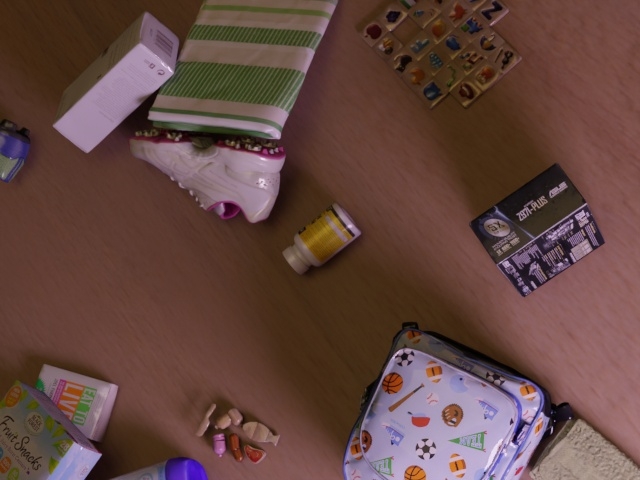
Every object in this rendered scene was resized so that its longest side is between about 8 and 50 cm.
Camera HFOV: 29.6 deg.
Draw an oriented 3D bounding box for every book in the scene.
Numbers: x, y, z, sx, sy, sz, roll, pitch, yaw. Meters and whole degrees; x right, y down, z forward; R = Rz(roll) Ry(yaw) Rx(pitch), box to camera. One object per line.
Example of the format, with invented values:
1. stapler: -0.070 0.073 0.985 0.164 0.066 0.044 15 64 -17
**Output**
1. book: -0.407 0.264 1.977 0.144 0.035 0.096 11 76 27

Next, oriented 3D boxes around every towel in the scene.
1. towel: -0.122 -0.308 1.999 0.248 0.038 0.324 7 58 23
2. towel: 0.370 0.321 1.651 0.148 0.027 0.110 38 88 28

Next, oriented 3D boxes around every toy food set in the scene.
1. toy food set: -0.127 0.304 1.860 0.122 0.019 0.078 28 85 19

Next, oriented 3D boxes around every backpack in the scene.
1. backpack: 0.163 0.276 1.657 0.277 0.213 0.263 25 94 24

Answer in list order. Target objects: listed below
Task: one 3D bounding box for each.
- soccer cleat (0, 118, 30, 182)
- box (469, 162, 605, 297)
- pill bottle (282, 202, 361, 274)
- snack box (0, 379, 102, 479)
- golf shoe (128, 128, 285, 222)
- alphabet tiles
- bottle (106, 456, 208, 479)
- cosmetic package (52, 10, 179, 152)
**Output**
1. soccer cleat: -0.650 -0.185 2.184 0.289 0.093 0.121 19 88 26
2. box: 0.306 -0.011 1.697 0.147 0.180 0.077 -35 64 8
3. pill bottle: 0.000 0.000 1.880 0.116 0.065 0.065 -39 63 6
4. snack box: -0.458 0.343 1.888 0.207 0.070 0.174 33 87 44
5. golf shoe: -0.195 -0.109 1.968 0.306 0.115 0.140 13 108 35
6. alphabet tiles: 0.203 -0.326 1.938 0.198 0.009 0.237 -42 64 4
7. bottle: -0.305 0.421 1.848 0.283 0.092 0.118 -20 65 15
8. cosmetic package: -0.343 -0.265 2.034 0.231 0.085 0.117 -37 30 25
